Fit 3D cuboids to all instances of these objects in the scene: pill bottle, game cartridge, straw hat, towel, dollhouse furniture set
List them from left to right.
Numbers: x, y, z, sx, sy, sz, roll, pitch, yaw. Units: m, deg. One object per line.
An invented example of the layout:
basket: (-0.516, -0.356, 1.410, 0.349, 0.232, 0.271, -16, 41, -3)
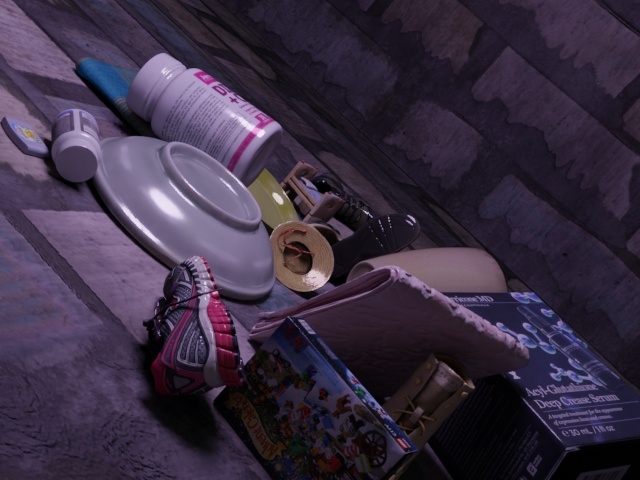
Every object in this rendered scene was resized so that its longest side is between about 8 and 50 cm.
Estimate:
game cartridge: (-0.471, -0.165, 1.496, 0.083, 0.017, 0.056, 47, 20, 25)
pill bottle: (-0.396, -0.153, 1.522, 0.078, 0.078, 0.137, 32, 18, -29)
towel: (-0.337, -0.246, 2.018, 0.370, 0.040, 0.271, 47, 17, 16)
pill bottle: (-0.231, -0.237, 1.854, 0.283, 0.160, 0.160, 35, 14, 7)
straw hat: (-0.048, 0.038, 1.844, 0.144, 0.144, 0.061, 39, -28, -6)
dollhouse furniture set: (0.001, -0.077, 2.170, 0.184, 0.129, 0.129, 21, 25, -52)
towel: (0.108, 0.155, 1.479, 0.332, 0.317, 0.053, 30, 54, -36)

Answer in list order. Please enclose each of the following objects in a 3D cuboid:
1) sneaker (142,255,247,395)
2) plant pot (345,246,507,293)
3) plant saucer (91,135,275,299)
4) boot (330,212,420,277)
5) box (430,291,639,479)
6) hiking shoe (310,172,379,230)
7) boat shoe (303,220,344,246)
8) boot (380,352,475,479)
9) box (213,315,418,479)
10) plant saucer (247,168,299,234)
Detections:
sneaker: (-0.182, 0.107, 1.256, 0.299, 0.112, 0.120, -131, -151, -68)
plant pot: (0.195, 0.121, 1.924, 0.274, 0.256, 0.256, 10, 30, -32)
plant saucer: (-0.214, -0.069, 1.654, 0.400, 0.100, 0.400, 38, 17, -14)
boot: (0.132, 0.024, 2.035, 0.179, 0.236, 0.085, 23, 44, -60)
box: (0.355, 0.288, 1.662, 0.294, 0.212, 0.395, 2, 34, -37)
hiking shoe: (0.052, -0.087, 2.457, 0.227, 0.086, 0.114, 40, 27, 19)
boat shoe: (0.001, -0.001, 2.069, 0.073, 0.080, 0.223, 43, 9, 30)
boot: (0.124, 0.264, 1.349, 0.095, 0.203, 0.262, 43, 15, 10)
box: (-0.011, 0.234, 1.194, 0.233, 0.159, 0.044, 47, 14, 24)
plant saucer: (-0.136, -0.095, 2.002, 0.241, 0.037, 0.241, 46, 19, -21)
